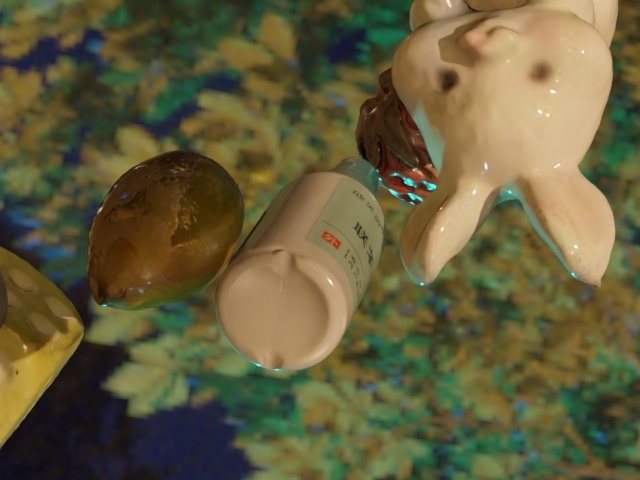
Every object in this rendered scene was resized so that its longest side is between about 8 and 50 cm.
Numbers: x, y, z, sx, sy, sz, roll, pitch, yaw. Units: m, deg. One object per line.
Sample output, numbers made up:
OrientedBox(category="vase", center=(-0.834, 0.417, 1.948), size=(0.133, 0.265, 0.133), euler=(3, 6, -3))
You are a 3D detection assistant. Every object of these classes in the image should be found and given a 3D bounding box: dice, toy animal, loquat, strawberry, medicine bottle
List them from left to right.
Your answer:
OrientedBox(category="dice", center=(-0.360, 0.113, 2.060), size=(0.169, 0.169, 0.166), euler=(-53, -177, 18))
OrientedBox(category="loquat", center=(-0.163, -0.006, 2.032), size=(0.195, 0.152, 0.152), euler=(-40, -161, -22))
OrientedBox(category="medicine bottle", center=(0.000, 0.000, 1.729), size=(0.352, 0.110, 0.110), euler=(-60, 174, -68))
OrientedBox(category="strawberry", center=(0.194, -0.134, 2.129), size=(0.149, 0.336, 0.265), euler=(56, -50, 20))
OrientedBox(category="toy animal", center=(0.176, -0.118, 1.784), size=(0.196, 0.241, 0.367), euler=(-6, -137, 18))

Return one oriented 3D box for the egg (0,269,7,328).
OrientedBox(category="egg", center=(-0.393, 0.043, 1.876), size=(0.146, 0.199, 0.146), euler=(-61, 167, -23))
